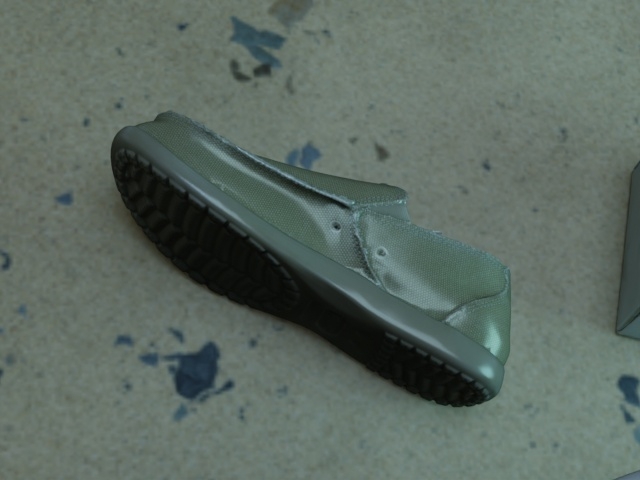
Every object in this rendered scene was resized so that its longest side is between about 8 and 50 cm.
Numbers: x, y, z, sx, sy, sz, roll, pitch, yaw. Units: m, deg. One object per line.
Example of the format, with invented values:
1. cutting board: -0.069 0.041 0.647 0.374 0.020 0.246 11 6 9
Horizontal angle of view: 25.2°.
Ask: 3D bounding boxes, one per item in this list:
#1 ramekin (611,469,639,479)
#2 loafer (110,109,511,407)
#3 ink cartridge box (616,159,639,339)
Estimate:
1. ramekin: 0.209 0.247 0.700 0.273 0.127 0.272 -8 75 33
2. loafer: 0.000 0.000 0.852 0.268 0.102 0.092 33 63 -6
3. ink cartridge box: 0.286 0.011 0.911 0.175 0.072 0.127 14 65 -5
